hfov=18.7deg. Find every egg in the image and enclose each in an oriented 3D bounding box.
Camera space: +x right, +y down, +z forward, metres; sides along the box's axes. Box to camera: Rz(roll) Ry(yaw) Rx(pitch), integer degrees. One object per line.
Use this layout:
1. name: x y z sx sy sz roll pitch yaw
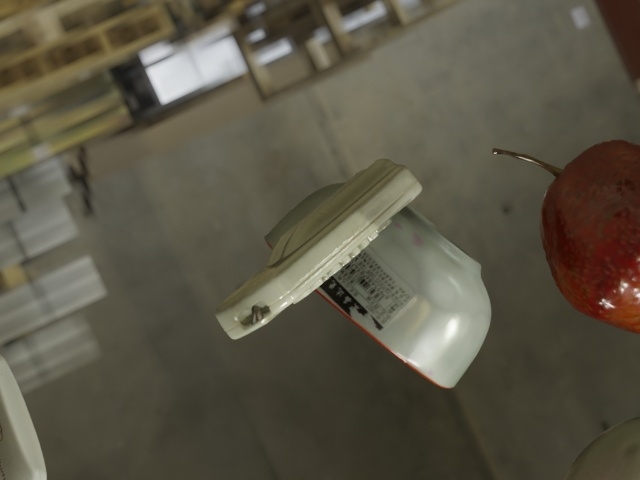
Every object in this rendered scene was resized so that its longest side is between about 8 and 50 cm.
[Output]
1. egg: 0.206 0.176 1.265 0.103 0.103 0.135 -29 145 -60

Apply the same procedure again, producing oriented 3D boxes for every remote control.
1. remote control: 0.001 0.001 1.607 0.090 0.049 0.230 -31 -173 42

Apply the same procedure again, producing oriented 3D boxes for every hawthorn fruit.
1. hawthorn fruit: 0.244 -0.022 1.616 0.162 0.203 0.163 -20 138 -19

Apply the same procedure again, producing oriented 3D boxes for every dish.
1. dish: 0.073 0.029 1.918 0.117 0.256 0.256 -51 -179 3

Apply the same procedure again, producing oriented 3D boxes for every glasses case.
1. glasses case: -0.355 0.211 2.144 0.074 0.193 0.049 -39 149 27
